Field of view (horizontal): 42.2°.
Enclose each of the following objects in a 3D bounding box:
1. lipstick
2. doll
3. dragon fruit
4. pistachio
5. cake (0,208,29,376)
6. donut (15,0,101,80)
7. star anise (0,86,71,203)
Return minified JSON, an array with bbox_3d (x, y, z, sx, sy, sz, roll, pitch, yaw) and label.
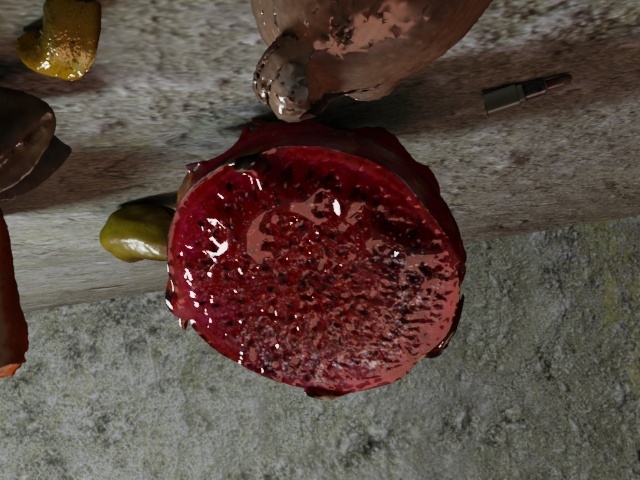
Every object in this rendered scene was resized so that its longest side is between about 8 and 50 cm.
[{"bbox_3d":[0.251,-0.181,1.007,0.107,0.025,0.025,-18,170,15],"label":"lipstick"},{"bbox_3d":[0.040,-0.179,0.489,0.201,0.156,0.303,-55,176,19],"label":"doll"},{"bbox_3d":[0.000,0.000,1.067,0.386,0.371,0.249,-11,-152,19],"label":"dragon fruit"},{"bbox_3d":[-0.290,-0.016,1.373,0.189,0.100,0.110,3,156,36],"label":"pistachio"},{"bbox_3d":[-0.580,0.084,1.126,0.319,0.270,0.270,-6,172,-31],"label":"cake"},{"bbox_3d":[-0.208,-0.158,0.644,0.037,0.067,0.083,-10,-152,-44],"label":"donut"},{"bbox_3d":[-0.384,-0.078,0.745,0.315,0.108,0.315,-2,173,0],"label":"star anise"}]
